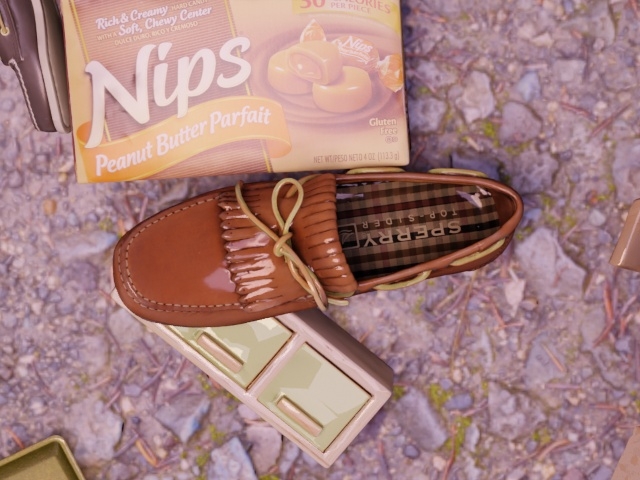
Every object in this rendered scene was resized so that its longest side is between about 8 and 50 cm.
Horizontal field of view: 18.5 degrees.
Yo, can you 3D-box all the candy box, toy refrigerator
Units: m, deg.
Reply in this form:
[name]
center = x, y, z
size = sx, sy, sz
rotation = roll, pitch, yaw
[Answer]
[candy box]
center = -0.077, -0.157, 1.847
size = 0.317, 0.087, 0.182
rotation = -3, 102, 4
[toy refrigerator]
center = -0.064, 0.092, 1.897
size = 0.269, 0.094, 0.102
rotation = 39, 101, -6

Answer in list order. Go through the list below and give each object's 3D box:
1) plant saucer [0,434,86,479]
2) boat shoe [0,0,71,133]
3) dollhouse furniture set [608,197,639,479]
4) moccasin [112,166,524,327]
[plant saucer]
center = -0.297, 0.306, 1.980
size = 0.188, 0.045, 0.188
rotation = -25, 99, 9
[boat shoe]
center = -0.284, -0.208, 1.857
size = 0.069, 0.081, 0.227
rotation = -11, 94, 8
[dollhouse furniture set]
center = 0.463, 0.096, 1.767
size = 0.362, 0.256, 0.394
rotation = 30, 102, 40
[moccasin]
center = 0.000, 0.003, 1.792
size = 0.380, 0.147, 0.139
rotation = -3, 80, -13
